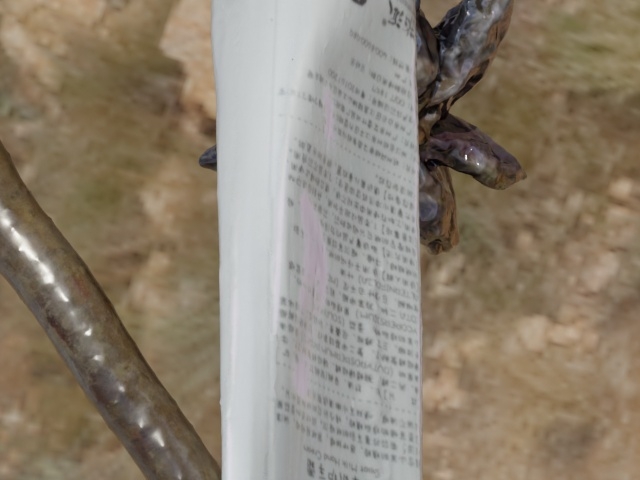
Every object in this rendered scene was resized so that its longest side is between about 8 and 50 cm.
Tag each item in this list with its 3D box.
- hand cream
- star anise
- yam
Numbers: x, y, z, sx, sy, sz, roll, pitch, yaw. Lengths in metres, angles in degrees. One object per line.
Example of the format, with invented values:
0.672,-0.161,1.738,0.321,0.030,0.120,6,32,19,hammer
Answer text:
0.000,0.000,0.727,0.076,0.121,0.336,-16,65,33,hand cream
0.025,-0.069,1.123,0.073,0.196,0.212,-113,15,-57,star anise
-0.133,0.026,0.973,0.045,0.045,0.327,-35,88,24,yam
